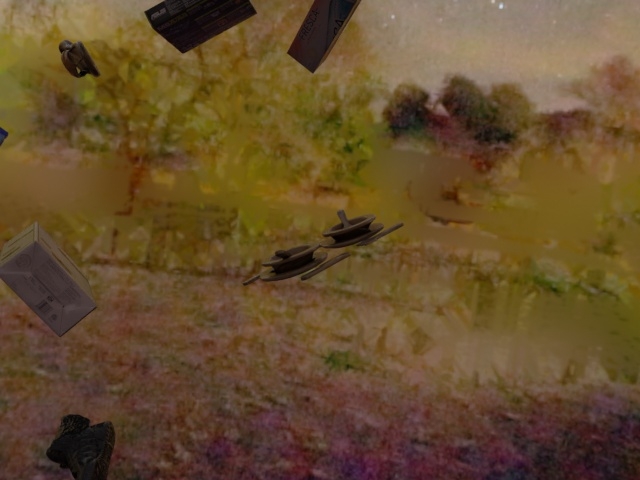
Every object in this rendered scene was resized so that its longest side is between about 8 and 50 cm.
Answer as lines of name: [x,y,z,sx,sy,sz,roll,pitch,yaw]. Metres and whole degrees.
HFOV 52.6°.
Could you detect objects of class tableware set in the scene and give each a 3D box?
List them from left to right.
tableware set: [0.000,0.000,0.815,0.194,0.039,0.128,-27,12,-40]

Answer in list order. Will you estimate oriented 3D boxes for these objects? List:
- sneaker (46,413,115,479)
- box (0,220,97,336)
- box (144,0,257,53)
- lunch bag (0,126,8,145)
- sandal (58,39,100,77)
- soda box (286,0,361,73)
sneaker: [-0.346,0.307,0.917,0.089,0.051,0.170,-8,26,-1]
box: [-0.536,0.065,1.268,0.087,0.169,0.290,-41,21,-13]
box: [-0.236,-0.462,1.312,0.190,0.045,0.184,-26,-5,7]
lunch bag: [-0.745,-0.172,1.182,0.293,0.221,0.138,32,-27,-9]
sandal: [-0.464,-0.338,1.222,0.049,0.072,0.180,-40,38,-18]
soda box: [0.011,-0.370,1.087,0.063,0.058,0.183,37,-37,-3]
